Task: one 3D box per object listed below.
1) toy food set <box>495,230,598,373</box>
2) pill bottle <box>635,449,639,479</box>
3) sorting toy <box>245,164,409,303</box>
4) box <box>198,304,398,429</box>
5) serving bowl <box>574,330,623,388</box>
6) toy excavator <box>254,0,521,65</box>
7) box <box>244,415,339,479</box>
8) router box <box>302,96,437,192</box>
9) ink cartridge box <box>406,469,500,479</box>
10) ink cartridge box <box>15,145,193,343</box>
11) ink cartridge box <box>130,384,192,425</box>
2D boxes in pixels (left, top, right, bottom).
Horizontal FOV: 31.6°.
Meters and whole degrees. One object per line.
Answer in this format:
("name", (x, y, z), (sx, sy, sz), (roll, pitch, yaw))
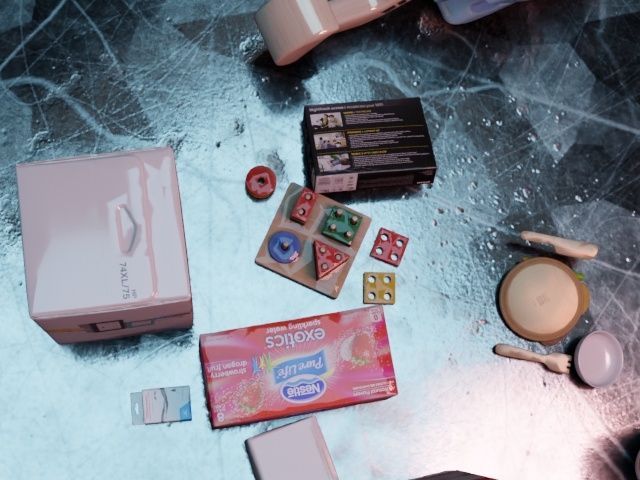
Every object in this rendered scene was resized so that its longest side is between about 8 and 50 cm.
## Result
("toy food set", (0.327, 0.088, 1.659), (0.132, 0.038, 0.192), (14, 88, 2))
("pill bottle", (0.507, 0.308, 1.536), (0.117, 0.215, 0.117), (1, 78, -6))
("sorting toy", (0.000, 0.000, 1.631), (0.274, 0.046, 0.132), (25, 77, -1))
("box", (-0.033, 0.175, 1.551), (0.256, 0.122, 0.128), (-8, 80, -8))
("serving bowl", (0.399, 0.172, 1.643), (0.083, 0.027, 0.083), (2, 86, -27))
("toy excavator", (0.176, -0.392, 1.644), (0.445, 0.433, 0.222), (-26, 90, 32))
("box", (-0.041, 0.302, 1.542), (0.102, 0.087, 0.101), (-19, 81, -10))
("router box", (0.070, -0.140, 1.648), (0.178, 0.046, 0.133), (-4, 58, -7))
("ink cartridge box", (0.144, 0.365, 1.483), (0.158, 0.218, 0.092), (-11, 85, -8))
("ink cartridge box", (-0.274, 0.015, 1.482), (0.197, 0.270, 0.198), (-7, 79, -8))
("ink cartridge box", (-0.222, 0.229, 1.567), (0.083, 0.028, 0.048), (-5, 79, -7))
